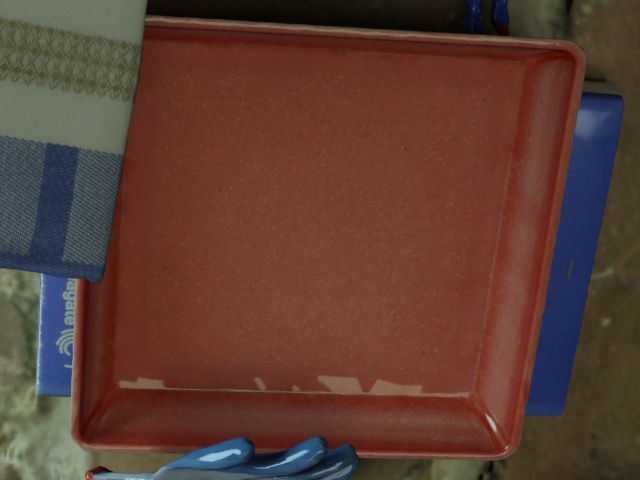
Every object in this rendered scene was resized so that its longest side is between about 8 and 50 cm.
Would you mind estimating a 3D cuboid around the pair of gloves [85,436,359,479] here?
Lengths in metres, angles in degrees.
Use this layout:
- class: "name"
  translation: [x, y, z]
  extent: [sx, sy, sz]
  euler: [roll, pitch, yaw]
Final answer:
- class: "pair of gloves"
  translation: [-0.031, 0.146, 0.959]
  extent: [0.159, 0.023, 0.198]
  euler: [-9, 158, 25]

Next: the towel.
- class: "towel"
  translation: [-0.169, -0.132, 0.682]
  extent: [0.209, 0.034, 0.285]
  euler: [7, 93, -25]

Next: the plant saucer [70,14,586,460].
- class: "plant saucer"
  translation: [-0.003, -0.001, 0.895]
  extent: [0.259, 0.048, 0.258]
  euler: [2, 116, -8]

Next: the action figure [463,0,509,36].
- class: "action figure"
  translation: [0.087, -0.146, 0.886]
  extent: [0.038, 0.030, 0.115]
  euler: [-20, 106, -14]

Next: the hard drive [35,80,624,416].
- class: "hard drive"
  translation: [0.000, 0.000, 0.946]
  extent: [0.318, 0.040, 0.210]
  euler: [3, 115, -8]
